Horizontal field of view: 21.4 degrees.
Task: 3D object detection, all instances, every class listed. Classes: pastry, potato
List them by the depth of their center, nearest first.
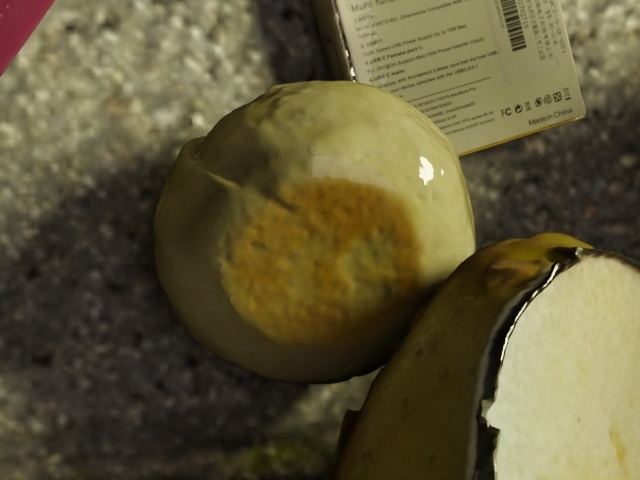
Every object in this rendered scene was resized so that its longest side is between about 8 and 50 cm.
[{"bbox_3d":[0.084,0.153,0.796,0.246,0.196,0.299,-49,121,-40],"label":"potato"},{"bbox_3d":[0.000,0.000,0.804,0.156,0.092,0.156,-1,116,-3],"label":"pastry"}]

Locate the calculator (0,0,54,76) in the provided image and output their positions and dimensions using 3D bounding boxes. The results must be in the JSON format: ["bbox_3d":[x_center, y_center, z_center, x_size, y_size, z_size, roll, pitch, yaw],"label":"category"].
[{"bbox_3d":[-0.204,-0.155,0.759,0.190,0.034,0.126,36,81,-19],"label":"calculator"}]

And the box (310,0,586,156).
[{"bbox_3d":[0.049,-0.163,0.859,0.129,0.033,0.247,-17,99,-19],"label":"box"}]
